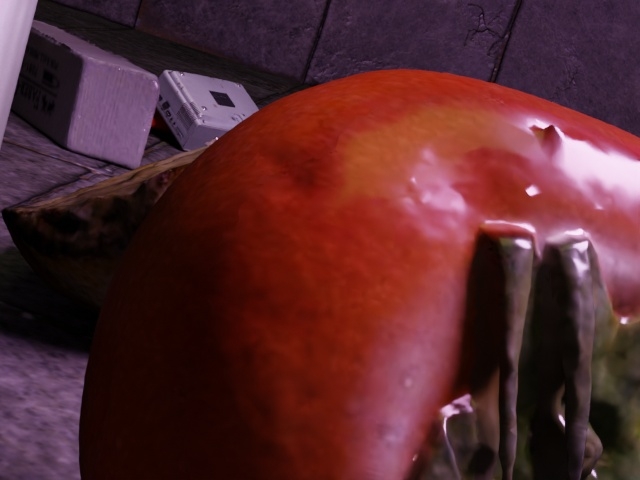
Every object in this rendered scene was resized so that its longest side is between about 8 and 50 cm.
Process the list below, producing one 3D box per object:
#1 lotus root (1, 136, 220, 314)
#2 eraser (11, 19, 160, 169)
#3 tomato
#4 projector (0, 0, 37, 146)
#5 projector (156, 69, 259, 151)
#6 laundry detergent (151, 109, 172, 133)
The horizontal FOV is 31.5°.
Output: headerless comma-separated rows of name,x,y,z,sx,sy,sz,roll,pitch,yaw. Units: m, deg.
lotus root,-0.087,0.004,0.795,0.210,0.142,0.314,-15,6,19
eraser,-0.314,-0.192,1.375,0.077,0.111,0.352,9,15,-39
tomato,0.042,0.065,0.410,0.256,0.255,0.224,13,-4,-20
projector,-0.377,-0.204,0.967,0.249,0.249,0.248,13,18,-20
projector,-0.148,-0.175,1.565,0.147,0.061,0.115,3,47,-50
laundry detergent,-0.278,-0.186,1.568,0.165,0.049,0.097,7,22,-32
